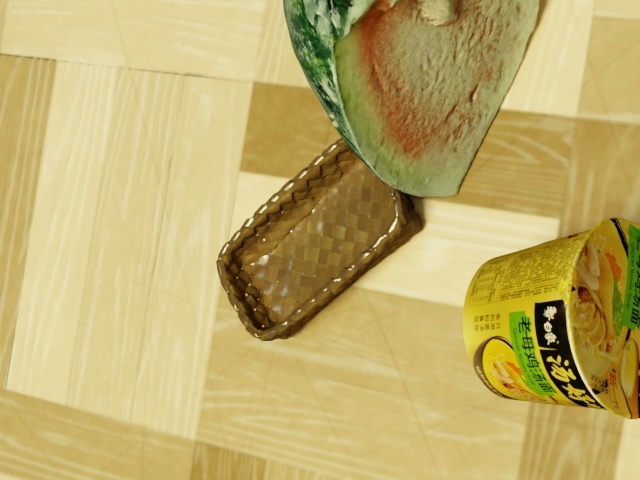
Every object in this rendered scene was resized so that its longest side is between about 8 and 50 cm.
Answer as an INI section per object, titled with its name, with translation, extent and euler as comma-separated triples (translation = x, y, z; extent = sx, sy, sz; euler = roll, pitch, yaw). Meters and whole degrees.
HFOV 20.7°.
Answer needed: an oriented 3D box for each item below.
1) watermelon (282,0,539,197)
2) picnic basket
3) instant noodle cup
[watermelon]
translation = 0.088, -0.167, 1.395
extent = 0.213, 0.320, 0.290
euler = -17, 108, 7
[picnic basket]
translation = 0.000, 0.000, 1.511
extent = 0.193, 0.055, 0.110
euler = -41, 63, 26
[instant noodle cup]
translation = 0.189, 0.064, 1.325
extent = 0.122, 0.151, 0.151
euler = -11, 79, 44
